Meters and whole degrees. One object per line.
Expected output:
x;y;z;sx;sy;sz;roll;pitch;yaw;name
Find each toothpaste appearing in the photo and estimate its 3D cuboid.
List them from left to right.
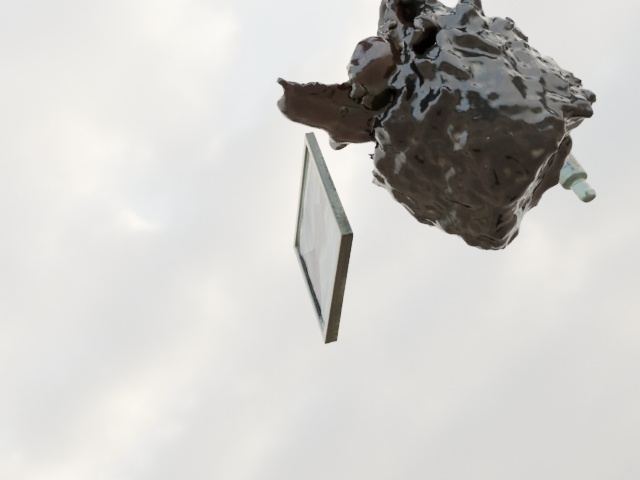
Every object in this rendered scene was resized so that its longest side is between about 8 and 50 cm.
0.336;-0.149;1.944;0.067;0.255;0.037;-22;-35;-14;toothpaste

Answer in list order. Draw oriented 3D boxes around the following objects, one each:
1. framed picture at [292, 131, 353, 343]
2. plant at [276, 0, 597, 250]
0.000;0.000;1.438;0.015;0.150;0.203;-10;-36;-13;framed picture
0.108;-0.108;1.128;0.204;0.234;0.178;-52;-17;-34;plant
